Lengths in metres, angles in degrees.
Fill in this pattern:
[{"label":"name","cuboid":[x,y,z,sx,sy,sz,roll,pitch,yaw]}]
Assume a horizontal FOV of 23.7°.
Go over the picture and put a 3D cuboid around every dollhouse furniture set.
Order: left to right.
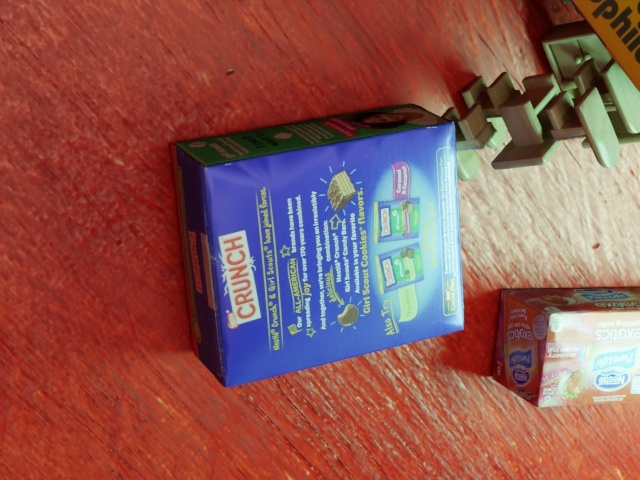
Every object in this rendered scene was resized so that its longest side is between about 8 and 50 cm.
[{"label":"dollhouse furniture set","cuboid":[0.301,-0.140,1.843,0.242,0.212,0.161,-47,120,-38]}]

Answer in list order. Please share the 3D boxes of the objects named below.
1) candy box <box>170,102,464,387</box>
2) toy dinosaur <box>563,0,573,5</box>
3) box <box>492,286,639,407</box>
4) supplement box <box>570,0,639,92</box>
[{"label":"candy box","cuboid":[0.000,0.000,1.784,0.317,0.122,0.268,-12,109,-23]},{"label":"toy dinosaur","cuboid":[0.322,-0.363,1.848,0.313,0.160,0.121,-29,155,-3]},{"label":"box","cuboid":[0.366,0.135,1.990,0.257,0.122,0.128,-1,103,-25]},{"label":"supplement box","cuboid":[0.474,-0.266,1.778,0.195,0.194,0.356,-44,152,25]}]
